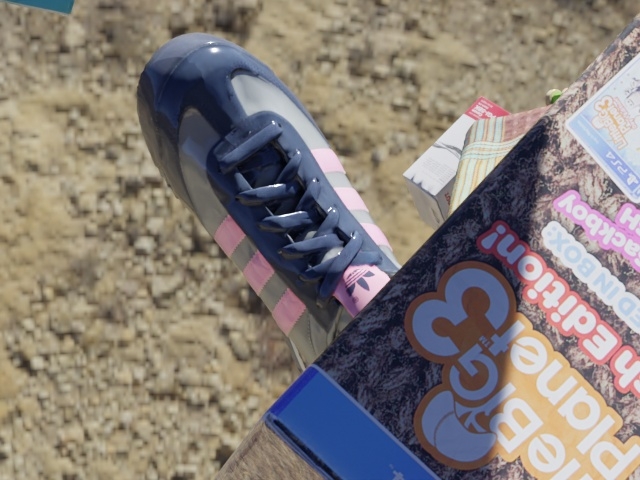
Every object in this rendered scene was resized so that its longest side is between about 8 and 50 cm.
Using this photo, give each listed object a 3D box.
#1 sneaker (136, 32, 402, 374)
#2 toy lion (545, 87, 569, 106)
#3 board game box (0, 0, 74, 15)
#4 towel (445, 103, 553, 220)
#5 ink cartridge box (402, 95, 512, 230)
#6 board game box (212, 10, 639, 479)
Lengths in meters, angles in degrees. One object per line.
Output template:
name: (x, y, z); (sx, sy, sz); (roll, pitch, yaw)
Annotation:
sneaker: (0.000, 0.000, 1.029); (0.112, 0.319, 0.131); (-42, 29, -13)
toy lion: (0.300, -0.130, 1.721); (0.100, 0.096, 0.034); (-21, 12, -36)
board game box: (-0.434, -0.332, 1.598); (0.336, 0.079, 0.254); (9, 20, -24)
towel: (0.248, -0.052, 1.477); (0.272, 0.040, 0.370); (-11, 28, 17)
ink cartridge box: (0.166, -0.080, 1.768); (0.135, 0.099, 0.056); (-44, 55, -13)
board game box: (0.106, 0.042, 0.691); (0.141, 0.232, 0.291); (43, 71, 4)
